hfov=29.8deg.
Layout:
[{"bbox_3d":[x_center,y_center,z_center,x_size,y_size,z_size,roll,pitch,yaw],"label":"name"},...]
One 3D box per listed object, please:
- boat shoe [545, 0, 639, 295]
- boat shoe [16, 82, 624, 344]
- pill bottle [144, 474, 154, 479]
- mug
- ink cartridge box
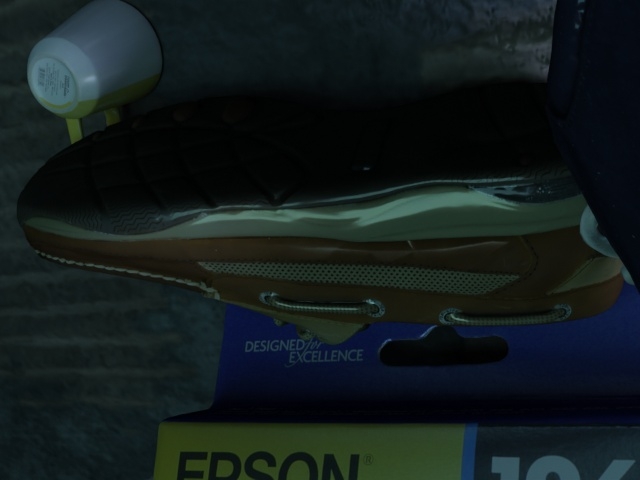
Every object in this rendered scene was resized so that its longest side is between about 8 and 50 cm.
[{"bbox_3d":[0.178,0.018,0.481,0.158,0.127,0.340,34,141,45],"label":"boat shoe"},{"bbox_3d":[0.000,0.000,0.618,0.324,0.122,0.119,0,124,21],"label":"boat shoe"},{"bbox_3d":[-0.057,0.258,0.793,0.119,0.119,0.208,-1,114,29],"label":"pill bottle"},{"bbox_3d":[-0.129,-0.092,0.684,0.062,0.064,0.078,-23,103,34],"label":"mug"},{"bbox_3d":[0.046,0.163,0.609,0.304,0.072,0.307,-6,73,30],"label":"ink cartridge box"}]
